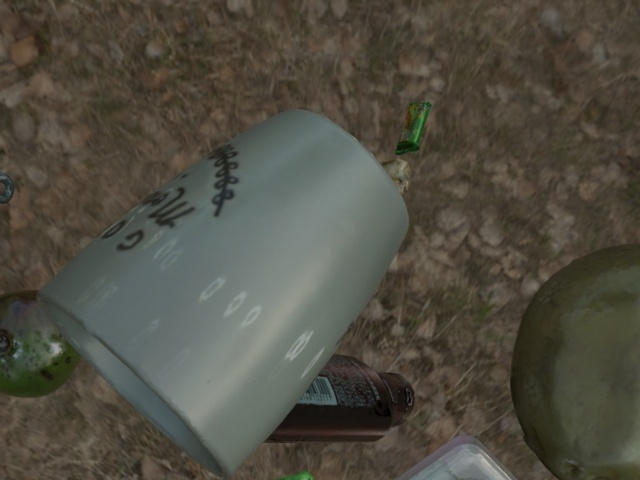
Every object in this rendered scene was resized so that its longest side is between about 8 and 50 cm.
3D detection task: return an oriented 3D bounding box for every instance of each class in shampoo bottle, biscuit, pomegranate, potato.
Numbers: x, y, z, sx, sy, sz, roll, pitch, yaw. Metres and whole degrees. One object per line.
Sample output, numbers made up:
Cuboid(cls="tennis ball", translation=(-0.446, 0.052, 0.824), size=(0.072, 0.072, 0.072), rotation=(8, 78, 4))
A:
Cuboid(cls="shampoo bottle", translation=(0.001, 0.188, 1.349), size=(0.084, 0.323, 0.129), rotation=(-49, 60, 18))
Cuboid(cls="biscuit", translation=(0.138, -0.170, 1.655), size=(0.016, 0.046, 0.089), rotation=(34, 65, -34))
Cuboid(cls="pomegranate", translation=(-0.462, 0.164, 1.822), size=(0.182, 0.224, 0.181), rotation=(1, 92, 13))
Cuboid(cls="potato", translation=(0.261, 0.106, 0.970), size=(0.178, 0.160, 0.235), rotation=(8, 64, 32))

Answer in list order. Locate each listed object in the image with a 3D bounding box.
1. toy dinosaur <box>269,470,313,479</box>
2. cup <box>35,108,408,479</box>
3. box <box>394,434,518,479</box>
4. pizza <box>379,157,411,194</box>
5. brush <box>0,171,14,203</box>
Cuboid(cls="toy dinosaur", translation=(-0.255, 0.519, 1.664), size=(0.500, 0.374, 0.144), rotation=(-32, 94, 16))
Cuboid(cls="cup", translation=(-0.076, 0.025, 0.848), size=(0.234, 0.258, 0.186), rotation=(-47, 112, -20))
Cuboid(cls="box", translation=(0.180, 0.321, 1.124), size=(0.142, 0.044, 0.285), rotation=(-39, 110, 13))
Cuboid(cls="pizza", translation=(0.000, 0.000, 1.547), size=(0.071, 0.189, 0.297), rotation=(46, 77, 1))
Cuboid(cls="brush", translation=(-0.360, -0.089, 0.852), size=(0.266, 0.027, 0.062), rotation=(23, 72, -20))
